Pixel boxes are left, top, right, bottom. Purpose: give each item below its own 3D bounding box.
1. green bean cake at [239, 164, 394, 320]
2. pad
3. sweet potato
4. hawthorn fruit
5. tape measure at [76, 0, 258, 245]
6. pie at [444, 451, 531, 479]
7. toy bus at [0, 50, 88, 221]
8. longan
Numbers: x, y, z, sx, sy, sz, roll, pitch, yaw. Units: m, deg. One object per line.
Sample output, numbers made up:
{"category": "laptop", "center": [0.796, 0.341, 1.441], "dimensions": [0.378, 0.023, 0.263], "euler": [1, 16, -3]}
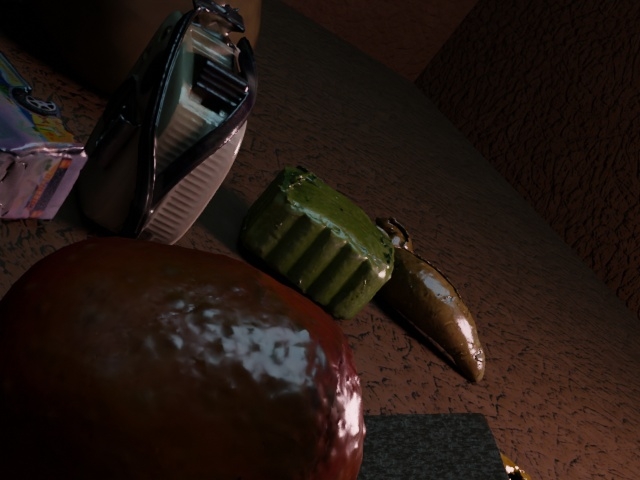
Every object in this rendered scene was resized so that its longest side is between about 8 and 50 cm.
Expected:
{"category": "green bean cake", "center": [0.000, 0.000, 1.856], "dimensions": [0.200, 0.113, 0.214], "euler": [36, 14, -9]}
{"category": "pad", "center": [0.058, 0.208, 1.319], "dimensions": [0.235, 0.003, 0.158], "euler": [-1, 22, -3]}
{"category": "sweet potato", "center": [0.143, 0.073, 2.025], "dimensions": [0.124, 0.098, 0.310], "euler": [31, 18, -54]}
{"category": "hawthorn fruit", "center": [-0.133, 0.116, 0.917], "dimensions": [0.330, 0.287, 0.287], "euler": [27, 16, -3]}
{"category": "tape measure", "center": [-0.171, -0.132, 1.529], "dimensions": [0.133, 0.271, 0.231], "euler": [31, 15, -26]}
{"category": "pie", "center": [0.192, 0.313, 1.359], "dimensions": [0.308, 0.085, 0.308], "euler": [44, 17, -17]}
{"category": "toy bus", "center": [-0.383, -0.154, 1.433], "dimensions": [0.317, 0.112, 0.138], "euler": [45, 26, 27]}
{"category": "longan", "center": [-0.255, -0.376, 1.952], "dimensions": [0.404, 0.336, 0.404], "euler": [55, -9, 13]}
